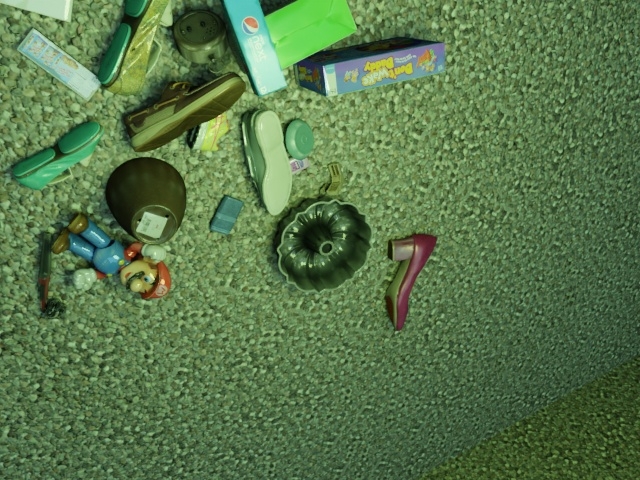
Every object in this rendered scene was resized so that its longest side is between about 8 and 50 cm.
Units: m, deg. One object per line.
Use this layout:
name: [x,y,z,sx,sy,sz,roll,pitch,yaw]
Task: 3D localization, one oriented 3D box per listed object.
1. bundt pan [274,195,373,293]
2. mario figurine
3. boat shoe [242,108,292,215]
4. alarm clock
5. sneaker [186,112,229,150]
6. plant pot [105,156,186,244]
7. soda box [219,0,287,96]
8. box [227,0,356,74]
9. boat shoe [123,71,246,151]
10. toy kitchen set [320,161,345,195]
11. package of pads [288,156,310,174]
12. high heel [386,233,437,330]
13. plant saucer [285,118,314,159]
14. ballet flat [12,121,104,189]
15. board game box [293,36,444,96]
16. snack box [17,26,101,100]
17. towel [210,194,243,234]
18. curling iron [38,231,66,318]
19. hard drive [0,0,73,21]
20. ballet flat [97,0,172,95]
bundt pan: [0.000,0.000,1.592,0.331,0.124,0.330,-10,118,-19]
mario figurine: [-0.553,0.067,1.341,0.321,0.198,0.170,36,55,-27]
boat shoe: [-0.161,-0.227,1.435,0.116,0.099,0.319,-35,132,-37]
alarm clock: [-0.285,-0.487,1.201,0.129,0.192,0.064,-25,167,-12]
sneaker: [-0.284,-0.336,1.335,0.094,0.081,0.208,14,112,-41]
plant pot: [-0.446,-0.083,1.287,0.215,0.230,0.215,-10,118,-19]
soda box: [-0.145,-0.428,1.073,0.071,0.067,0.210,-24,118,-8]
box: [-0.081,-0.520,1.231,0.262,0.231,0.126,-30,118,-7]
boat shoe: [-0.350,-0.345,1.228,0.342,0.123,0.123,-25,91,19]
toy kitchen set: [0.026,-0.191,1.546,0.068,0.083,0.075,-3,125,25]
package of pads: [-0.076,-0.234,1.497,0.083,0.032,0.050,-29,119,-9]
high heel: [0.343,0.161,1.816,0.181,0.127,0.377,-6,114,-10]
plant saucer: [-0.054,-0.296,1.445,0.119,0.021,0.119,-8,101,-50]
ballet flat: [-0.641,-0.208,1.240,0.247,0.083,0.087,-33,147,-6]
board game box: [0.126,-0.482,1.343,0.347,0.233,0.078,-17,120,-16]
snack box: [-0.616,-0.416,1.171,0.064,0.022,0.178,-48,124,5]
towel: [-0.283,-0.077,1.483,0.067,0.029,0.119,21,105,-31]
curling iron: [-0.747,0.098,1.359,0.068,0.035,0.274,-1,116,-21]
hard drive: [-0.624,-0.659,1.035,0.210,0.040,0.318,7,111,-27]
ballet flat: [-0.418,-0.509,1.171,0.123,0.123,0.348,19,105,-30]
